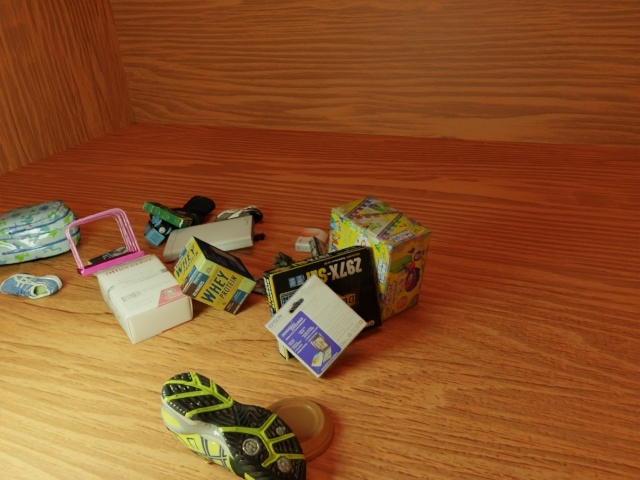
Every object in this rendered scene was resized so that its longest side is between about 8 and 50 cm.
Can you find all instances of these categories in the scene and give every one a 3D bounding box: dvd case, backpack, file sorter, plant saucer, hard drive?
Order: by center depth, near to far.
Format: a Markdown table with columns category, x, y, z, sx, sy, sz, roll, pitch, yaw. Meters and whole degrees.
| category | x | y | z | sx | sy | sz | roll | pitch | yaw |
| --- | --- | --- | --- | --- | --- | --- | --- | --- | --- |
| plant saucer | -0.067 | 0.447 | 1.275 | 0.200 | 0.037 | 0.200 | -2 | 27 | 1 |
| file sorter | -0.761 | 0.002 | 1.834 | 0.202 | 0.182 | 0.291 | -21 | 8 | -26 |
| dvd case | -0.216 | 0.162 | 1.885 | 0.120 | 0.013 | 0.087 | 11 | 30 | 28 |
| backpack | -1.168 | -0.028 | 2.152 | 0.356 | 0.273 | 0.290 | 4 | 18 | -14 |
| hard drive | -0.452 | -0.011 | 2.179 | 0.354 | 0.047 | 0.233 | -10 | 27 | -1 |

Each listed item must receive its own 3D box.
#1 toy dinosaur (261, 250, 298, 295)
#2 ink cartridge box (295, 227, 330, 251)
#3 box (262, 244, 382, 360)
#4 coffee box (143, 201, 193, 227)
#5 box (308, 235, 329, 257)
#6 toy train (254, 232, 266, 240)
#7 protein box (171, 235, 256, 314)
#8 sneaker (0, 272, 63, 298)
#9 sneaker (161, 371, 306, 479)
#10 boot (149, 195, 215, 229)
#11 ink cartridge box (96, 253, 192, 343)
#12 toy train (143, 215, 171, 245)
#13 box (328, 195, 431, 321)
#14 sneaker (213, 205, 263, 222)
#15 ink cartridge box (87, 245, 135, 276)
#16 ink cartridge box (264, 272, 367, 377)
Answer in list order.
| category | x | y | z | sx | sy | sz | roll | pitch | yaw |
| --- | --- | --- | --- | --- | --- | --- | --- | --- | --- |
| toy dinosaur | -0.068 | 0.165 | 1.760 | 0.219 | 0.164 | 0.322 | 29 | 0 | 25 |
| ink cartridge box | 0.000 | 0.000 | 2.150 | 0.180 | 0.045 | 0.145 | 1 | 27 | 14 |
| box | 0.011 | 0.175 | 1.555 | 0.322 | 0.256 | 0.079 | -15 | 10 | -23 |
| coffee box | -0.650 | -0.111 | 2.262 | 0.184 | 0.040 | 0.113 | 26 | 6 | 8 |
| box | 0.021 | 0.067 | 1.952 | 0.114 | 0.036 | 0.207 | 32 | 18 | -20 |
| toy train | -0.306 | -0.005 | 2.215 | 0.159 | 0.027 | 0.036 | -14 | 18 | -19 |
| protein box | -0.356 | 0.114 | 1.755 | 0.201 | 0.135 | 0.200 | 30 | 7 | -34 |
| sneaker | -1.047 | 0.165 | 1.898 | 0.211 | 0.080 | 0.081 | -5 | 24 | -1 |
| sneaker | -0.196 | 0.448 | 1.194 | 0.385 | 0.147 | 0.145 | 31 | 36 | 20 |
| boot | -0.626 | -0.133 | 2.425 | 0.247 | 0.094 | 0.207 | 5 | 29 | 8 |
| ink cartridge box | -0.578 | 0.182 | 1.738 | 0.207 | 0.117 | 0.283 | -21 | 39 | -31 |
| toy train | -0.704 | -0.047 | 2.261 | 0.105 | 0.080 | 0.184 | -47 | 28 | -6 |
| box | 0.178 | 0.054 | 1.712 | 0.177 | 0.289 | 0.279 | -20 | 40 | -32 |
| sneaker | -0.356 | -0.096 | 2.341 | 0.235 | 0.078 | 0.106 | -17 | 28 | -30 |
| ink cartridge box | -0.716 | 0.116 | 1.980 | 0.333 | 0.065 | 0.165 | 21 | 35 | 37 |
| ink cartridge box | -0.012 | 0.234 | 1.467 | 0.206 | 0.208 | 0.045 | -45 | -2 | -15 |
